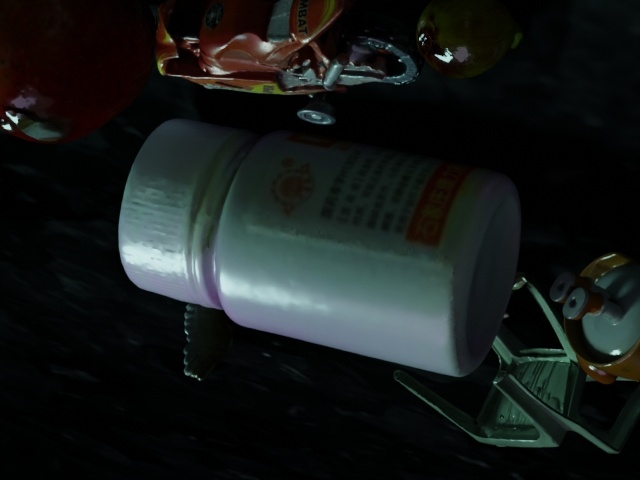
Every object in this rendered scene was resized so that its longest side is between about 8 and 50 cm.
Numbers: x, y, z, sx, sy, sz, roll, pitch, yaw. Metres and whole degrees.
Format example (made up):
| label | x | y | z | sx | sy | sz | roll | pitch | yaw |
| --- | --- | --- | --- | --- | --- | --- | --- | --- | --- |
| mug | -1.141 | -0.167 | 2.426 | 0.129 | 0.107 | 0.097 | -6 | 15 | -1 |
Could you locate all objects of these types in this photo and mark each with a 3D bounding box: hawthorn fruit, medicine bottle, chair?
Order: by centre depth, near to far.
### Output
| label | x | y | z | sx | sy | sz | roll | pitch | yaw |
| --- | --- | --- | --- | --- | --- | --- | --- | --- | --- |
| hawthorn fruit | -0.258 | -0.173 | 1.514 | 0.185 | 0.202 | 0.185 | 26 | 156 | 12 |
| medicine bottle | 0.000 | 0.000 | 1.693 | 0.388 | 0.219 | 0.219 | 12 | 157 | 21 |
| chair | 0.269 | 0.167 | 1.953 | 0.203 | 0.190 | 0.274 | -3 | 141 | 49 |

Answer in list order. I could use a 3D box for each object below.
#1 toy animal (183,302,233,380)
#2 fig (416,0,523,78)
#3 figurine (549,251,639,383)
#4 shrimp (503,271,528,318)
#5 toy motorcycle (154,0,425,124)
| label | x | y | z | sx | sy | sz | roll | pitch | yaw |
| --- | --- | --- | --- | --- | --- | --- | --- | --- | --- |
| toy animal | -0.133 | 0.042 | 2.064 | 0.197 | 0.272 | 0.160 | -14 | 143 | -13 |
| fig | 0.133 | -0.178 | 1.360 | 0.098 | 0.082 | 0.084 | -15 | 149 | -17 |
| figurine | 0.365 | 0.092 | 1.742 | 0.271 | 0.143 | 0.143 | 7 | 166 | -25 |
| shrimp | 0.108 | 0.039 | 1.879 | 0.317 | 0.077 | 0.168 | -9 | 120 | 44 |
| toy motorcycle | -0.049 | -0.179 | 1.474 | 0.298 | 0.089 | 0.171 | 1 | 156 | 42 |
